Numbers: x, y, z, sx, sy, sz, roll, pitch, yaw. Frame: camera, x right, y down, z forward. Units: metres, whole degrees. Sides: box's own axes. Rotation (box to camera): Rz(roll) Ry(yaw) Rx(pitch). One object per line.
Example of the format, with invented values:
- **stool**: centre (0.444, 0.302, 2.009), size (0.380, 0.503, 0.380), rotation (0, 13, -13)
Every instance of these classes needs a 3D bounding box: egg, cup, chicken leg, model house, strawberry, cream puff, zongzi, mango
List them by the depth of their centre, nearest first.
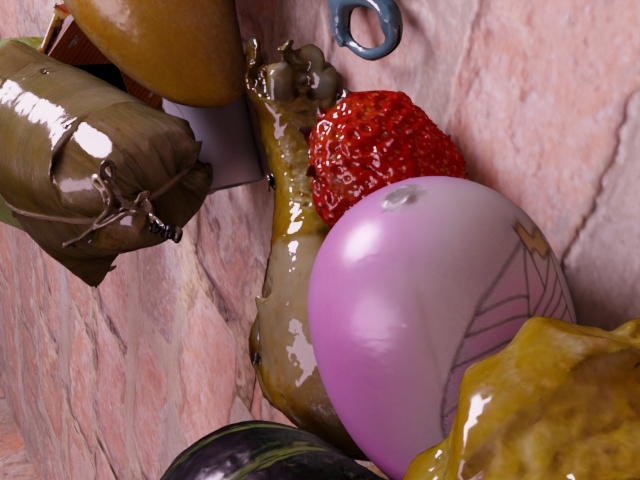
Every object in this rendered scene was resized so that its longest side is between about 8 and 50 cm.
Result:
- **cream puff**: centre (0.187, 0.208, 0.467), size (0.269, 0.274, 0.324), rotation (18, 118, 63)
- **egg**: centre (0.095, 0.085, 0.643), size (0.196, 0.196, 0.271), rotation (6, 117, 59)
- **strawberry**: centre (0.054, -0.051, 0.734), size (0.148, 0.131, 0.131), rotation (54, 143, 33)
- **chicken leg**: centre (0.000, 0.000, 0.853), size (0.201, 0.152, 0.430), rotation (-21, 76, 48)
- **mango**: centre (-0.189, -0.312, 0.955), size (0.384, 0.198, 0.221), rotation (67, -167, 9)
- **zongzi**: centre (-0.220, -0.017, 1.021), size (0.447, 0.181, 0.418), rotation (28, 147, 37)
- **cup**: centre (-0.143, -0.121, 1.055), size (0.136, 0.099, 0.133), rotation (-10, 94, 40)
- **model house**: centre (-0.267, -0.219, 1.167), size (0.135, 0.219, 0.208), rotation (-14, 51, 52)

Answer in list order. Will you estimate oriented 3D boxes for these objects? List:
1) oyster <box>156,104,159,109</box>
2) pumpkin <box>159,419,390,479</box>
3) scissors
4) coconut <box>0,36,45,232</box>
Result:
- **oyster**: centre (-0.276, -0.212, 1.330), size (0.132, 0.029, 0.086), rotation (4, 105, 58)
- **pumpkin**: centre (-0.010, 0.289, 0.701), size (0.323, 0.241, 0.323), rotation (41, 172, 7)
- **scissors**: centre (-0.008, -0.262, 0.835), size (0.289, 0.041, 0.138), rotation (32, 125, 48)
- **coconut**: centre (-0.459, -0.155, 1.402), size (0.281, 0.328, 0.329), rotation (-9, 94, 42)
